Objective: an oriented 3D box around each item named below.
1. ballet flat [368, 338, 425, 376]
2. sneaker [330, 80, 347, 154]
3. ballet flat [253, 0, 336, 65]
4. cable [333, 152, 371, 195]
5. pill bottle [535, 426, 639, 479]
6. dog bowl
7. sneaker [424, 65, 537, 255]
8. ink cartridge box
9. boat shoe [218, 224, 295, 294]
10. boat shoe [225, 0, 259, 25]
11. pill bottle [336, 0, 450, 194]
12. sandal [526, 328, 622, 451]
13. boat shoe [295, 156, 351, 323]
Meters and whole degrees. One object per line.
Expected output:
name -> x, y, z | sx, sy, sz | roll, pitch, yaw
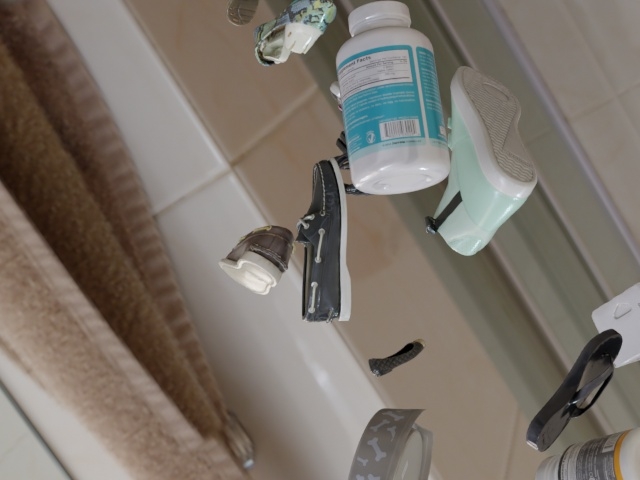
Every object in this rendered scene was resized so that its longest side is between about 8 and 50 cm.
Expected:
ballet flat -> 0.189, 0.276, 2.497 | 0.173, 0.049, 0.057 | -26, -177, -33
sneaker -> 0.083, -0.266, 2.416 | 0.147, 0.104, 0.295 | -50, 148, 11
ballet flat -> -0.036, -0.276, 1.389 | 0.070, 0.070, 0.188 | -37, -169, -23
cable -> 0.097, -0.143, 2.207 | 0.184, 0.047, 0.150 | -13, 153, 23
pill bottle -> 0.577, 0.480, 2.087 | 0.162, 0.162, 0.278 | -40, -176, -37
dog bowl -> 0.144, 0.517, 2.190 | 0.102, 0.349, 0.349 | 10, -152, 19
sneaker -> 0.174, -0.097, 1.246 | 0.256, 0.094, 0.151 | -91, -154, -49
ink cartridge box -> 0.748, 0.134, 2.098 | 0.307, 0.129, 0.223 | -15, 162, -21
boat shoe -> -0.123, 0.035, 2.056 | 0.097, 0.116, 0.324 | -58, -172, -13
boat shoe -> -0.115, -0.468, 1.824 | 0.178, 0.064, 0.060 | -55, -154, 23
pill bottle -> 0.102, -0.209, 1.504 | 0.146, 0.264, 0.146 | -6, 168, -1
sandal -> 0.446, 0.263, 1.757 | 0.054, 0.097, 0.254 | 27, -111, 38
boat shoe -> 0.000, 0.000, 1.874 | 0.091, 0.303, 0.114 | -4, 175, -10
